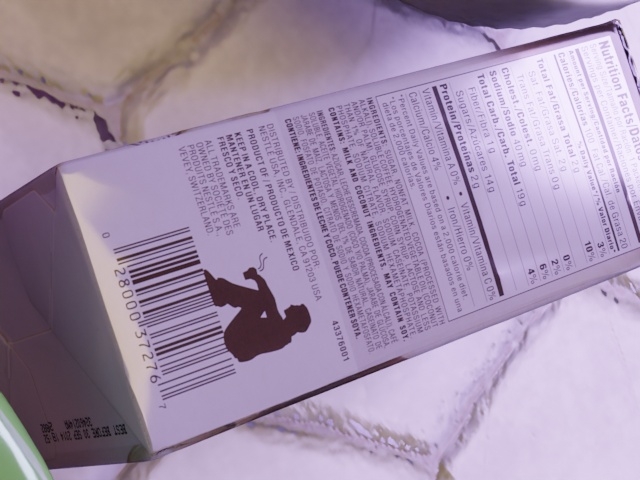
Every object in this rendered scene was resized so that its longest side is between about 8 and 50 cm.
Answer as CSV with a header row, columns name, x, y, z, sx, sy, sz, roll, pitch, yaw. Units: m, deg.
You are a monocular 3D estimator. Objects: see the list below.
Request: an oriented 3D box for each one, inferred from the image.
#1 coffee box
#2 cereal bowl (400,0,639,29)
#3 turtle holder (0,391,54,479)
name,x,y,z,sx,sy,sz,roll,pitch,yaw
coffee box,0.000,0.000,0.641,0.297,0.168,0.119,-18,90,-33
cereal bowl,0.067,-0.268,0.735,0.339,0.141,0.339,8,77,-40
turtle holder,-0.232,0.162,0.436,0.243,0.227,0.320,36,65,-21
